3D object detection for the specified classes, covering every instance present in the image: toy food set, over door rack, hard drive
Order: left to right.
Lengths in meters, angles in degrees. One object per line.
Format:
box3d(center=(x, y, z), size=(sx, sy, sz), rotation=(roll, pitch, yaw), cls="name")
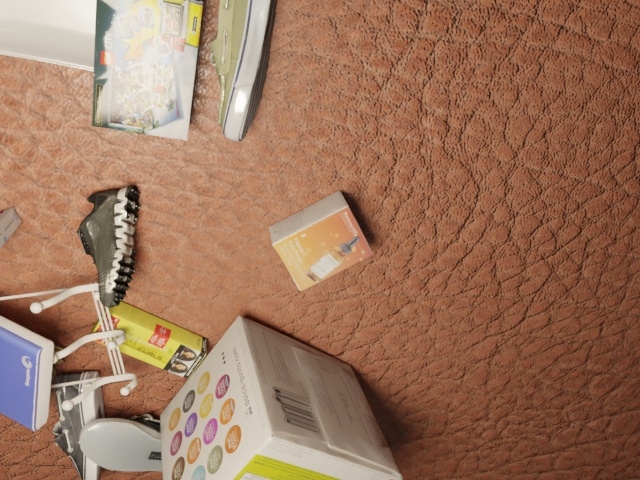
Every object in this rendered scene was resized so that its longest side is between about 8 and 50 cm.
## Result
box3d(center=(-0.666, 0.218, 1.044), size=(0.319, 0.040, 0.210), rotation=(23, 116, 10), cls="hard drive")
box3d(center=(-0.552, 0.213, 1.074), size=(0.325, 0.108, 0.239), rotation=(-4, 110, 6), cls="over door rack")
box3d(center=(-0.605, 0.262, 1.183), size=(0.078, 0.019, 0.122), rotation=(32, 114, -22), cls="toy food set")

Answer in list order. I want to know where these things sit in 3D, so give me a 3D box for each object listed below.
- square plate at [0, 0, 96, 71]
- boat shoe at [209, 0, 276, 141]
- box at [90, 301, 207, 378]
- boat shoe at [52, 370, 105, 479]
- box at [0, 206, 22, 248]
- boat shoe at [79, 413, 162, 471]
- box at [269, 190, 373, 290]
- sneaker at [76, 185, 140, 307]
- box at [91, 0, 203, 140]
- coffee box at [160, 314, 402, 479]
box3d(center=(-0.397, -0.453, 0.852), size=(0.344, 0.049, 0.347), rotation=(8, 114, -13), cls="square plate")
box3d(center=(-0.143, -0.328, 0.940), size=(0.094, 0.109, 0.302), rotation=(14, 104, 1), cls="boat shoe")
box3d(center=(-0.369, 0.214, 1.176), size=(0.232, 0.058, 0.087), rotation=(31, 110, -21), cls="box")
box3d(center=(-0.551, 0.433, 1.226), size=(0.102, 0.108, 0.301), rotation=(1, 113, -10), cls="boat shoe")
box3d(center=(-0.637, 0.013, 0.960), size=(0.145, 0.186, 0.038), rotation=(-19, 120, -1), cls="box")
box3d(center=(-0.406, 0.454, 1.242), size=(0.306, 0.105, 0.113), rotation=(22, 93, -36), cls="boat shoe")
box3d(center=(0.000, 0.000, 1.117), size=(0.171, 0.091, 0.130), rotation=(-28, 117, 5), cls="box")
box3d(center=(-0.409, 0.010, 1.023), size=(0.106, 0.078, 0.234), rotation=(2, 80, 3), cls="sneaker")
box3d(center=(-0.289, -0.294, 0.899), size=(0.159, 0.044, 0.232), rotation=(7, 116, -15), cls="box")
box3d(center=(-0.105, 0.436, 1.153), size=(0.338, 0.337, 0.334), rotation=(30, 107, -31), cls="coffee box")
